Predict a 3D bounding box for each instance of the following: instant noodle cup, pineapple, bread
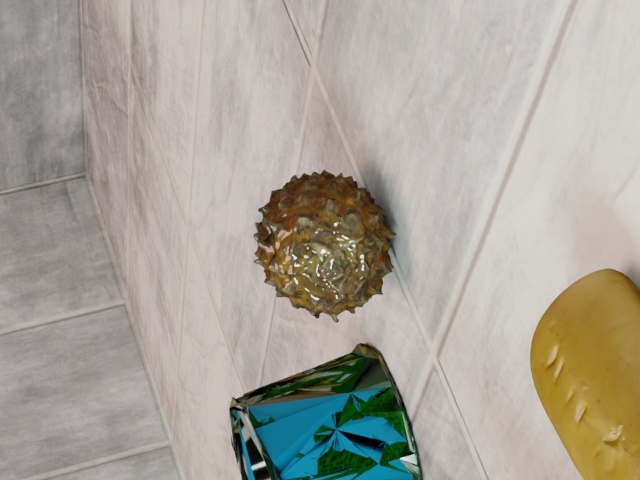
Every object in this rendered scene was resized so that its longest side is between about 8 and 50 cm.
[{"bbox_3d":[0.000,0.256,1.888,0.240,0.178,0.240,166,90,-75],"label":"instant noodle cup"},{"bbox_3d":[0.000,0.000,1.723,0.193,0.166,0.166,-116,17,-68],"label":"pineapple"},{"bbox_3d":[0.239,0.163,1.107,0.142,0.091,0.305,100,152,-45],"label":"bread"}]
